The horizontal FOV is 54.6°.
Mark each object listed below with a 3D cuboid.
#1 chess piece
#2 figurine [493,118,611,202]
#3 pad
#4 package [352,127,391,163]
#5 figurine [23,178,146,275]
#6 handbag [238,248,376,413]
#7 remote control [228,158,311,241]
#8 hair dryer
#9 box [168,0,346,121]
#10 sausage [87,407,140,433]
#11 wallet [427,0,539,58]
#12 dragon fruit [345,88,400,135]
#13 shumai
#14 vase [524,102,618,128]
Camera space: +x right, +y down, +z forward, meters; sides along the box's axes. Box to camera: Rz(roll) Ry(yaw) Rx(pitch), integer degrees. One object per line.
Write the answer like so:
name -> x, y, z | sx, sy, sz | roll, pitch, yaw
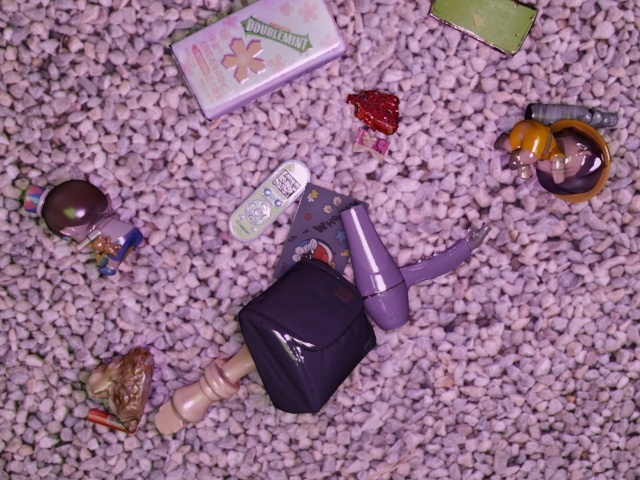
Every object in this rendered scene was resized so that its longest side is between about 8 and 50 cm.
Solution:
chess piece -> -0.240, 0.339, 1.500 | 0.397, 0.117, 0.117 | -37, 96, 6
figurine -> 0.530, -0.191, 1.377 | 0.256, 0.192, 0.167 | 18, 103, -35
pad -> 0.000, 0.000, 1.488 | 0.170, 0.006, 0.246 | 19, 99, -14
package -> 0.121, -0.224, 1.470 | 0.083, 0.029, 0.059 | 21, 89, -13
figurine -> -0.546, -0.043, 1.438 | 0.275, 0.161, 0.158 | 42, 132, -3
handbag -> -0.011, 0.191, 1.372 | 0.177, 0.302, 0.275 | -6, 110, 39
remote control -> -0.120, -0.095, 1.478 | 0.244, 0.047, 0.087 | -44, 92, 6
hair dryer -> 0.237, 0.019, 1.477 | 0.361, 0.121, 0.301 | -21, 94, -8
box -> -0.144, -0.430, 1.404 | 0.369, 0.112, 0.190 | -27, 95, 3
sausage -> -0.516, 0.455, 1.555 | 0.129, 0.034, 0.034 | 18, 97, -3
wallet -> 0.374, -0.524, 1.431 | 0.232, 0.031, 0.122 | 26, 101, -1
dragon fruit -> 0.120, -0.295, 1.458 | 0.131, 0.063, 0.097 | 12, 65, -1
shumai -> -0.478, 0.347, 1.480 | 0.152, 0.161, 0.210 | 15, 115, -5
vase -> 0.587, -0.285, 1.445 | 0.211, 0.060, 0.060 | 4, 97, -1
